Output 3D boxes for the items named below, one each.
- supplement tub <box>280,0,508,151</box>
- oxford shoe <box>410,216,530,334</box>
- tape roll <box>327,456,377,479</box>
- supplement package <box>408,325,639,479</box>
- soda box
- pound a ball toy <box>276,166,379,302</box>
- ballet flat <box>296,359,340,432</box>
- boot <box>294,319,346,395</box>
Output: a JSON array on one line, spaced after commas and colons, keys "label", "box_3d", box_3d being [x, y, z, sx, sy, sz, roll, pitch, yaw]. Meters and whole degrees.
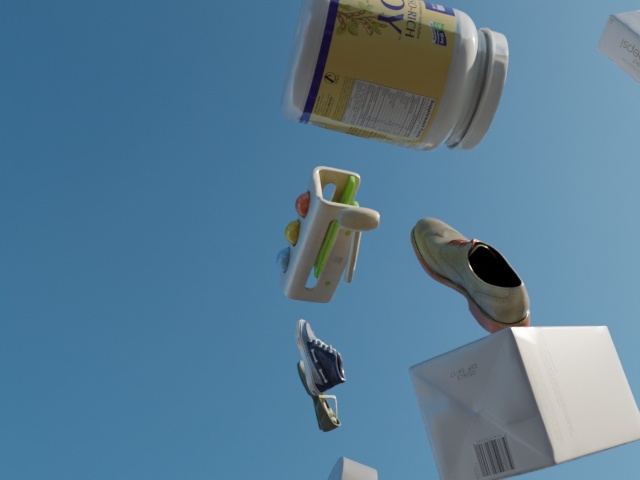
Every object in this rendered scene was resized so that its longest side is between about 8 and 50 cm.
[{"label": "supplement tub", "box_3d": [0.115, -0.283, 1.251, 0.331, 0.241, 0.241, 12, -61, -7]}, {"label": "oxford shoe", "box_3d": [0.294, 0.034, 1.472, 0.122, 0.348, 0.130, -21, -49, -20]}, {"label": "tape roll", "box_3d": [0.035, 0.527, 1.427, 0.072, 0.219, 0.219, 23, -64, 0]}, {"label": "supplement package", "box_3d": [0.298, 0.229, 1.061, 0.292, 0.176, 0.177, 5, -28, -46]}, {"label": "soda box", "box_3d": [0.566, -0.300, 1.261, 0.073, 0.216, 0.069, -13, -42, -20]}, {"label": "pound a ball toy", "box_3d": [0.000, 0.000, 1.539, 0.135, 0.208, 0.319, 9, -49, -14]}, {"label": "ballet flat", "box_3d": [0.001, 0.404, 1.984, 0.068, 0.072, 0.213, -17, -77, 9]}, {"label": "boot", "box_3d": [0.002, 0.262, 1.769, 0.086, 0.190, 0.069, -26, -29, 18]}]
